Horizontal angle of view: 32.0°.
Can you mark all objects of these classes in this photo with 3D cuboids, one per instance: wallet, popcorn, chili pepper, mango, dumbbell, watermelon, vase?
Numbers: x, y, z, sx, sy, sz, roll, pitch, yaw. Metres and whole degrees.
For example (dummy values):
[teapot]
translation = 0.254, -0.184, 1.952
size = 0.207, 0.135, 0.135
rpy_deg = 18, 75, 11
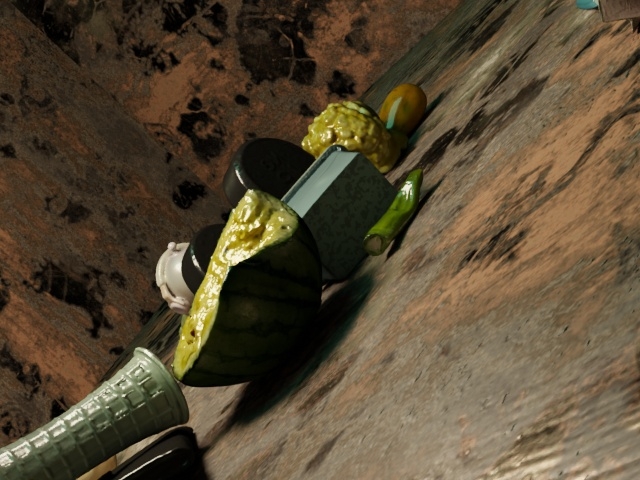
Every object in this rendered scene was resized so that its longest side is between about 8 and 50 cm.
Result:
[wallet]
translation = -0.278, 0.354, 1.701
size = 0.197, 0.051, 0.377
rpy_deg = -32, -1, -7
[popcorn]
translation = 0.069, -0.200, 2.351
size = 0.169, 0.189, 0.218
rpy_deg = -54, 15, -2
[chili pepper]
translation = 0.120, -0.040, 1.766
size = 0.052, 0.050, 0.201
rpy_deg = -19, 24, 39
[mango]
translation = 0.175, -0.276, 2.474
size = 0.163, 0.089, 0.111
rpy_deg = -57, 12, -14
[dumbbell]
translation = -0.129, -0.022, 2.171
size = 0.322, 0.204, 0.203
rpy_deg = -59, -1, 38
[watermelon]
translation = -0.097, 0.099, 1.725
size = 0.331, 0.189, 0.330
rpy_deg = -158, 90, -85
[vase]
translation = -0.359, 0.296, 1.685
size = 0.299, 0.143, 0.143
rpy_deg = -32, 0, -29

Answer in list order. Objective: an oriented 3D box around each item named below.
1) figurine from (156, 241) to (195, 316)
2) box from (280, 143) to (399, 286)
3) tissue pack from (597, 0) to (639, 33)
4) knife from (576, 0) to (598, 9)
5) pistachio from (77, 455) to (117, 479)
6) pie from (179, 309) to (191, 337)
[figurine]
translation = -0.260, 0.102, 2.401
size = 0.141, 0.237, 0.162
rpy_deg = -25, 25, 51
[box]
translation = 0.026, -0.042, 1.895
size = 0.227, 0.162, 0.130
rpy_deg = -50, 19, -16
[tissue pack]
translation = 0.431, -0.336, 1.532
size = 0.085, 0.079, 0.111
rpy_deg = -7, 26, 23
[knife]
translation = 0.463, -0.409, 1.851
size = 0.064, 0.031, 0.222
rpy_deg = -50, 4, 8
[pistachio]
translation = -0.475, 0.462, 2.075
size = 0.229, 0.157, 0.157
rpy_deg = -54, 10, -11
[pie]
translation = -0.250, 0.145, 2.610
size = 0.201, 0.090, 0.248
rpy_deg = -52, 10, -32
